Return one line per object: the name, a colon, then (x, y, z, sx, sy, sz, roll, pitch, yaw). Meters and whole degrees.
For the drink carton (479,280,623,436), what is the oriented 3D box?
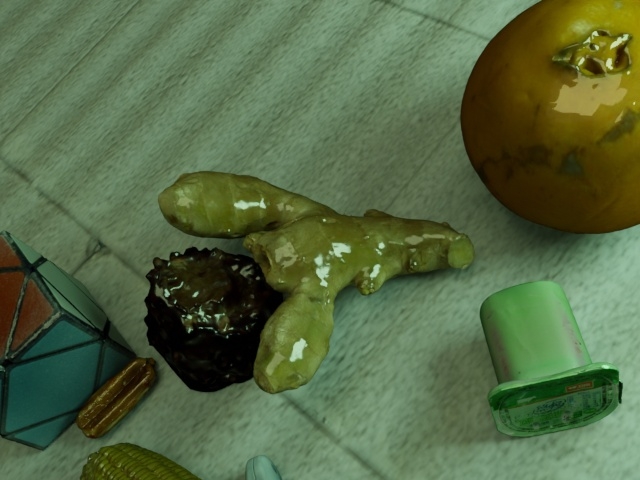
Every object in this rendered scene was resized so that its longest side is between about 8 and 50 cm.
drink carton: (0.262, 0.137, 0.838, 0.145, 0.144, 0.142, -17, 49, 10)

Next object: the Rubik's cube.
Rubik's cube: (-0.439, 0.150, 1.033, 0.205, 0.205, 0.207, -45, 59, -8)

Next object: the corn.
corn: (-0.176, 0.343, 0.845, 0.344, 0.131, 0.131, 14, 67, 46)

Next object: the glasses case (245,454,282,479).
glasses case: (-0.056, 0.354, 0.863, 0.045, 0.067, 0.179, -22, 57, 6)

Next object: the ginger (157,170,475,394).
ginger: (-0.009, 0.002, 0.982, 0.348, 0.122, 0.363, -22, 50, -25)

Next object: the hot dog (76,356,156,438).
hot dog: (-0.298, 0.230, 1.036, 0.062, 0.038, 0.144, 40, 78, 20)

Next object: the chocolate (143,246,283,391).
chocolate: (-0.172, 0.082, 0.993, 0.206, 0.177, 0.224, -44, 59, -7)

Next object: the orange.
orange: (0.333, -0.157, 0.875, 0.311, 0.312, 0.312, -9, 60, 15)
